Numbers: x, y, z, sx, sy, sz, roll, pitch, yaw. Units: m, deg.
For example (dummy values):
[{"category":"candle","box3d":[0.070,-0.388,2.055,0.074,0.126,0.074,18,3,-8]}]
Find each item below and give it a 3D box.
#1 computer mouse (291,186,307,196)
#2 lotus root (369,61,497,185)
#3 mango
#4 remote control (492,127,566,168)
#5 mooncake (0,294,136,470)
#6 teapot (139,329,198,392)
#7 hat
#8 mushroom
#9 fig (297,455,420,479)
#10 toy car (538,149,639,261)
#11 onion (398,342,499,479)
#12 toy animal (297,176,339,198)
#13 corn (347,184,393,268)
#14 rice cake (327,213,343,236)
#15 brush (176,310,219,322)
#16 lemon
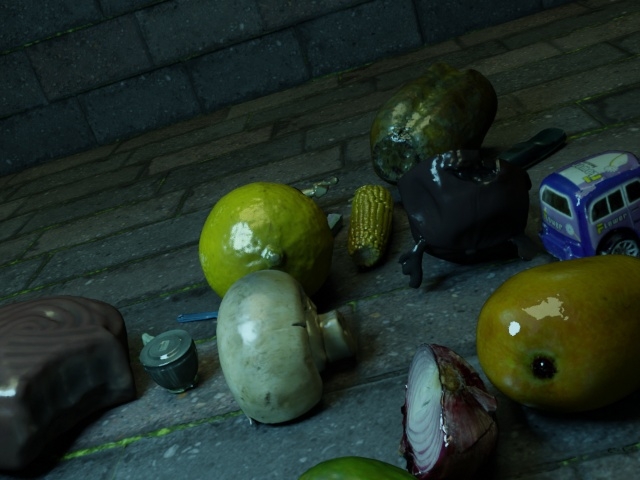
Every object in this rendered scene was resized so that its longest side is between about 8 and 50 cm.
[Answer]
[{"category":"computer mouse","box3d":[-0.111,-0.020,1.597,0.233,0.137,0.096,-37,9,-32]},{"category":"lotus root","box3d":[0.251,-0.250,1.704,0.250,0.250,0.346,1,30,38]},{"category":"mango","box3d":[0.338,0.104,0.937,0.317,0.173,0.211,-20,14,-35]},{"category":"remote control","box3d":[0.463,-0.198,1.665,0.222,0.042,0.072,-31,28,-25]},{"category":"mooncake","box3d":[-0.477,0.220,1.224,0.326,0.174,0.334,-11,22,-19]},{"category":"teapot","box3d":[-0.247,0.202,1.250,0.092,0.091,0.124,-20,28,-4]},{"category":"hat","box3d":[0.253,-0.016,1.315,0.238,0.209,0.336,-1,-10,3]},{"category":"mushroom","box3d":[-0.061,0.136,1.132,0.195,0.189,0.254,-19,27,6]},{"category":"fig","box3d":[0.073,0.301,0.713,0.233,0.167,0.167,9,27,5]},{"category":"toy car","box3d":[0.476,-0.060,1.201,0.235,0.158,0.172,-22,24,-6]},{"category":"onion","box3d":[0.160,0.220,0.900,0.098,0.151,0.206,14,36,-7]},{"category":"toy animal","box3d":[-0.109,-0.066,1.747,0.312,0.097,0.157,-21,17,-10]},{"category":"corn","box3d":[0.101,-0.033,1.513,0.091,0.091,0.260,-29,22,24]},{"category":"rice cake","box3d":[0.000,0.000,1.587,0.033,0.033,0.207,4,31,23]},{"category":"brush","box3d":[-0.212,0.146,1.445,0.164,0.014,0.051,-7,24,26]},{"category":"lemon","box3d":[-0.099,0.012,1.368,0.245,0.245,0.320,-21,9,-5]}]
